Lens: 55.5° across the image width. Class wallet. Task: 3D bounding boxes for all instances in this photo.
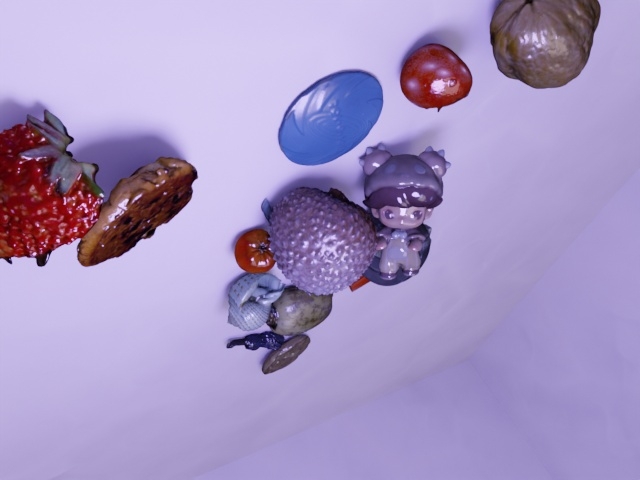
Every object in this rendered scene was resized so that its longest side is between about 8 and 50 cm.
[{"bbox_3d":[0.184,0.105,2.216,0.204,0.045,0.142,-30,151,-3],"label":"wallet"}]

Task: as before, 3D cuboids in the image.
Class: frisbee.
[{"bbox_3d":[0.036,-0.279,1.473,0.289,0.049,0.290,-24,150,-15],"label":"frisbee"}]

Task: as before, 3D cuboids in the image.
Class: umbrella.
[{"bbox_3d":[-0.229,0.362,2.186,0.248,0.071,0.071,8,132,-45],"label":"umbrella"}]

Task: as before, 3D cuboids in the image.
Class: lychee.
[{"bbox_3d":[-0.001,-0.003,1.613,0.300,0.300,0.300,-24,150,-15],"label":"lychee"}]

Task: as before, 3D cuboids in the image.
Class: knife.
[{"bbox_3d":[-0.133,-0.055,1.688,0.028,0.015,0.210,-24,150,-2],"label":"knife"}]

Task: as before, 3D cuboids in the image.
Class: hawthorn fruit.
[{"bbox_3d":[-0.184,0.030,1.677,0.125,0.140,0.125,-14,113,-36],"label":"hawthorn fruit"}]

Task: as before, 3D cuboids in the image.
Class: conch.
[{"bbox_3d":[-0.211,0.175,1.851,0.200,0.131,0.172,-49,132,-28],"label":"conch"}]

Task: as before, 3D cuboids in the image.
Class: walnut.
[{"bbox_3d":[0.533,-0.494,1.450,0.282,0.228,0.283,-15,152,-8],"label":"walnut"}]

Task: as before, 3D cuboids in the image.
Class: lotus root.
[{"bbox_3d":[-0.057,0.221,2.058,0.309,0.173,0.173,-15,148,-43],"label":"lotus root"}]

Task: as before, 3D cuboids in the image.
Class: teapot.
[{"bbox_3d":[0.229,0.040,1.975,0.239,0.239,0.322,-14,143,-54],"label":"teapot"}]

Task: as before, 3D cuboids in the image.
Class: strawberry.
[{"bbox_3d":[-0.532,-0.058,1.049,0.306,0.233,0.138,-38,179,13],"label":"strawberry"}]

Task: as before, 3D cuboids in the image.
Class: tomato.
[{"bbox_3d":[0.268,-0.390,1.439,0.167,0.167,0.167,-24,150,-15],"label":"tomato"}]

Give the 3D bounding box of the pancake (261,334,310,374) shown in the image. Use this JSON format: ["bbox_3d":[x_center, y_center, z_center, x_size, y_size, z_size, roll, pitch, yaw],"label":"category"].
[{"bbox_3d":[-0.135,0.448,2.431,0.241,0.050,0.242,-31,159,-13],"label":"pancake"}]

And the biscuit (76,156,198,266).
[{"bbox_3d":[-0.376,-0.069,1.254,0.289,0.081,0.334,-45,180,7],"label":"biscuit"}]

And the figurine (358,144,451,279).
[{"bbox_3d":[0.231,-0.079,1.710,0.248,0.203,0.381,3,109,9],"label":"figurine"}]
